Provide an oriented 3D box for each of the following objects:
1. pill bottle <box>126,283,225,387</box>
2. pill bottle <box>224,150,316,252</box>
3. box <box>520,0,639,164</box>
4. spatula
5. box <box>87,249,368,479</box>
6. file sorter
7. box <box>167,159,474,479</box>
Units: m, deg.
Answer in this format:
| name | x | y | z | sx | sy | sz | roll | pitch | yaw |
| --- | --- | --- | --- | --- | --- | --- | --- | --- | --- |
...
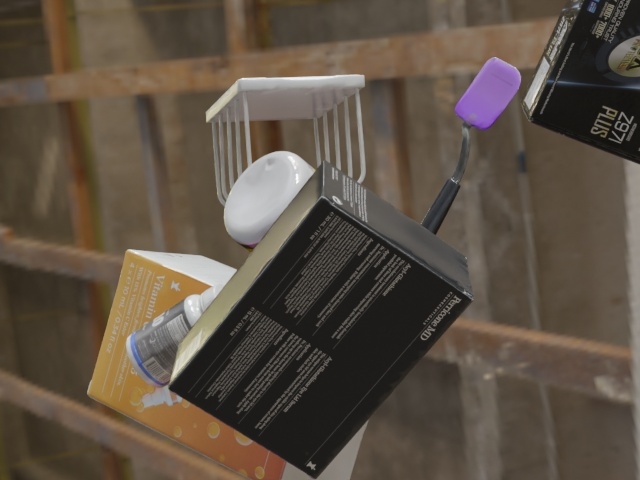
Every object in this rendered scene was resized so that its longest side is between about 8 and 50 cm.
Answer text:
| name | x | y | z | sx | sy | sz | roll | pitch | yaw |
| --- | --- | --- | --- | --- | --- | --- | --- | --- | --- |
| pill bottle | -0.161 | 0.114 | 1.790 | 0.137 | 0.078 | 0.078 | -33 | -117 | 18 |
| pill bottle | 0.000 | 0.000 | 1.670 | 0.117 | 0.215 | 0.117 | -28 | -137 | 29 |
| box | 0.323 | -0.194 | 1.613 | 0.077 | 0.147 | 0.180 | -92 | -157 | -69 |
| spatula | 0.184 | -0.102 | 1.977 | 0.084 | 0.030 | 0.296 | 38 | -70 | 50 |
| box | -0.111 | 0.166 | 1.958 | 0.345 | 0.168 | 0.215 | 20 | -82 | 33 |
| file sorter | -0.055 | -0.145 | 2.300 | 0.277 | 0.192 | 0.173 | 161 | -75 | -75 |
| box | -0.001 | 0.082 | 1.470 | 0.261 | 0.184 | 0.103 | -50 | -167 | 20 |
